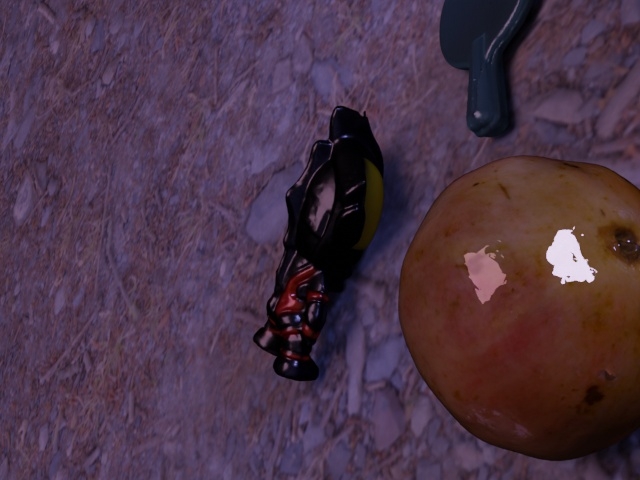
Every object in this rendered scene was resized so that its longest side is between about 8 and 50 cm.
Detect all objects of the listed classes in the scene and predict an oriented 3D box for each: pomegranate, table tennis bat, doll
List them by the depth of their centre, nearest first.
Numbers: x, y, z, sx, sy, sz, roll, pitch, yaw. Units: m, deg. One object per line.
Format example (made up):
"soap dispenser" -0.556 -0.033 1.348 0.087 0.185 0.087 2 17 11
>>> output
"pomegranate" 0.138 0.043 0.795 0.191 0.191 0.191 -35 45 46
"table tennis bat" 0.139 -0.174 1.064 0.124 0.033 0.201 -36 43 48
"doll" 0.002 0.000 1.152 0.127 0.088 0.249 23 104 40

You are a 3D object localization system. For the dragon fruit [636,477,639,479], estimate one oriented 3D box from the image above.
"dragon fruit" 0.229 0.183 0.625 0.137 0.135 0.236 27 117 59
